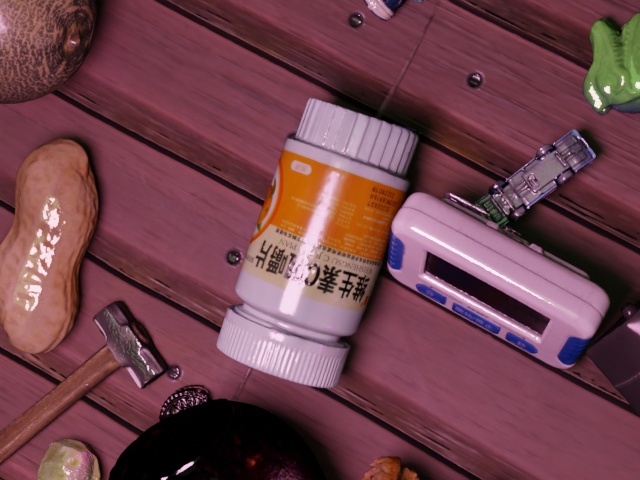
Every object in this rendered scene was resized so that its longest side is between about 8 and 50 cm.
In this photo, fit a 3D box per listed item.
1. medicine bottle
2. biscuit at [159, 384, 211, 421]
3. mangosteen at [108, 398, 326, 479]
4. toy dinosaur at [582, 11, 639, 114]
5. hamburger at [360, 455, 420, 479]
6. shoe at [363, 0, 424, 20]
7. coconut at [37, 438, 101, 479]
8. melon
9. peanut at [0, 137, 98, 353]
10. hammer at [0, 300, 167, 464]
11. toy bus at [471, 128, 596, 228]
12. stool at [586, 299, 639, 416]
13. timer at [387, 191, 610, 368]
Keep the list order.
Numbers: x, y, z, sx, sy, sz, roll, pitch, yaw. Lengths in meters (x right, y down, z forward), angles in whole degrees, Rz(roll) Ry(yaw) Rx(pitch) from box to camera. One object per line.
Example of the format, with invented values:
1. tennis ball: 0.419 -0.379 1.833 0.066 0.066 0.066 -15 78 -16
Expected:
1. medicine bottle: 0.000 0.000 1.482 0.158 0.158 0.318 20 93 12
2. biscuit: -0.162 0.229 1.583 0.089 0.027 0.087 44 99 10
3. mangosteen: -0.123 0.325 1.437 0.287 0.287 0.233 -20 115 12
4. toy dinosaur: 0.486 -0.014 1.403 0.374 0.144 0.500 -1 96 26
5. hamburger: 0.101 0.371 1.423 0.211 0.245 0.260 32 76 13
6. shoe: 0.071 -0.340 1.518 0.071 0.064 0.143 -22 87 13
7. coconut: -0.318 0.293 1.593 0.081 0.083 0.082 17 134 13
8. melon: -0.425 -0.301 1.536 0.329 0.248 0.248 29 96 18
9. peanut: -0.351 0.005 1.591 0.125 0.111 0.274 12 89 28
10. hammer: -0.361 0.230 1.626 0.365 0.043 0.111 -39 83 12
11. toy bus: 0.250 -0.067 1.476 0.153 0.061 0.051 -38 80 8
12. stool: 0.411 0.092 1.361 0.232 0.232 0.141 -44 81 9
13. timer: 0.200 0.042 1.431 0.253 0.178 0.078 30 71 11
